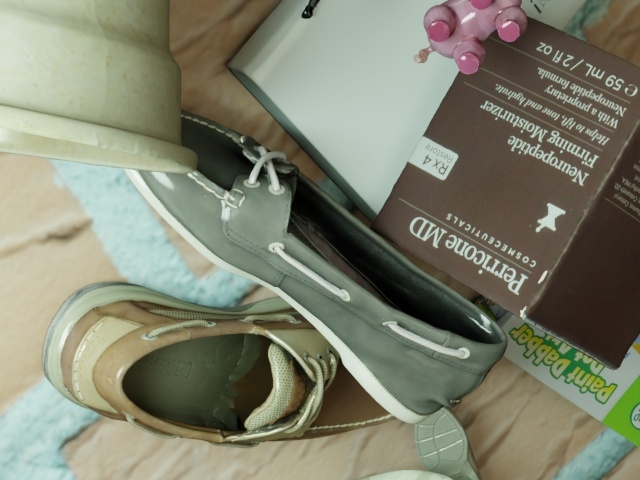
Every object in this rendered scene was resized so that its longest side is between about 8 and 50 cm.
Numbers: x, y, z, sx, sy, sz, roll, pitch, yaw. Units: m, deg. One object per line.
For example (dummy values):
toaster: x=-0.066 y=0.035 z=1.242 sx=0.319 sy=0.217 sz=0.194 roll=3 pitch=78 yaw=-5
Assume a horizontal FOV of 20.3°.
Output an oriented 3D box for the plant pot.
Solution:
plant pot: x=-0.215 y=-0.215 z=1.036 sx=0.334 sy=0.334 sz=0.305 roll=9 pitch=89 yaw=-35

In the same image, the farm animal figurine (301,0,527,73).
farm animal figurine: x=0.169 y=-0.278 z=1.243 sx=0.330 sy=0.172 sz=0.326 roll=13 pitch=118 yaw=0

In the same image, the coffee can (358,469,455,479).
coffee can: x=0.094 y=0.354 z=1.468 sx=0.201 sy=0.201 sz=0.275 roll=-39 pitch=122 yaw=-17

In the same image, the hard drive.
hard drive: x=0.091 y=-0.183 z=1.389 sx=0.307 sy=0.040 sz=0.203 roll=-50 pitch=125 yaw=-9

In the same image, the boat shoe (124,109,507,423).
boat shoe: x=0.000 y=0.000 z=1.305 sx=0.095 sy=0.112 sz=0.335 roll=-38 pitch=112 yaw=27

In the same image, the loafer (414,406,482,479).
loafer: x=0.111 y=0.182 z=1.529 sx=0.045 sy=0.039 sz=0.125 roll=-20 pitch=117 yaw=11

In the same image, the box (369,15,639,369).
box: x=0.184 y=-0.040 z=1.379 sx=0.167 sy=0.168 sz=0.203 roll=28 pitch=93 yaw=-52

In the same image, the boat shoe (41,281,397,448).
boat shoe: x=-0.047 y=0.108 z=1.346 sx=0.324 sy=0.116 sz=0.123 roll=4 pitch=103 yaw=-34

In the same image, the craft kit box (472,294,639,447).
craft kit box: x=0.287 y=0.039 z=1.543 sx=0.250 sy=0.061 sz=0.246 roll=33 pitch=106 yaw=-36
